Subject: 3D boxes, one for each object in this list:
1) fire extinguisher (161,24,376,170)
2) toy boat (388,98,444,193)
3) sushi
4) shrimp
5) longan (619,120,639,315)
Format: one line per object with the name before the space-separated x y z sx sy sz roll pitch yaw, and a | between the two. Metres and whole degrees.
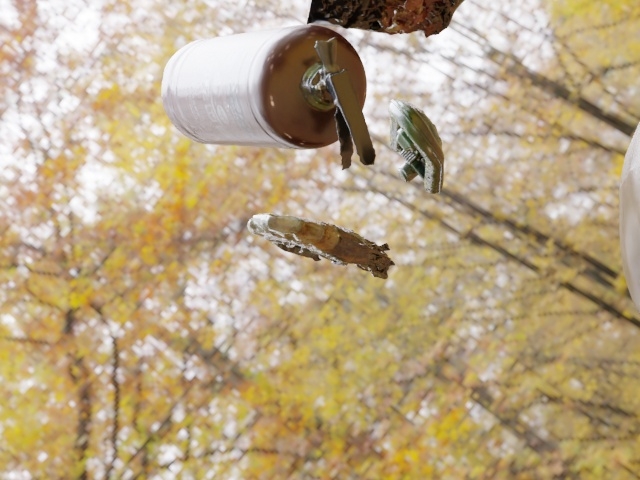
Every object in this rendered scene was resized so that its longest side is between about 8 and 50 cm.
fire extinguisher | -0.043 -0.136 1.226 0.114 0.337 0.135 -18 -78 -23
toy boat | 0.120 -0.121 1.617 0.052 0.104 0.210 -34 -14 -4
sushi | 0.073 -0.274 1.215 0.153 0.151 0.172 -88 7 -52
shrimp | 0.000 0.000 1.196 0.161 0.091 0.034 21 -102 -39
longan | 0.371 -0.025 0.891 0.361 0.361 0.361 -37 -33 -29
